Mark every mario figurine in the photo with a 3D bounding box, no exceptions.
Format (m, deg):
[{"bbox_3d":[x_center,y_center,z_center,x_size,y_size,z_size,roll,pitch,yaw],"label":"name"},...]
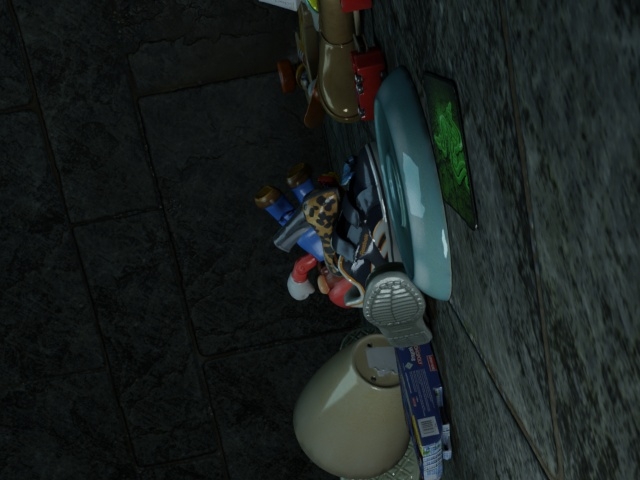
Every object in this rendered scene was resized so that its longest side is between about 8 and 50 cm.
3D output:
[{"bbox_3d":[0.000,0.000,2.138,0.320,0.198,0.170,56,-139,-16],"label":"mario figurine"}]

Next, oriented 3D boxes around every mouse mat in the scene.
[{"bbox_3d":[0.134,-0.099,1.094,0.189,0.007,0.152,-110,9,-77],"label":"mouse mat"}]

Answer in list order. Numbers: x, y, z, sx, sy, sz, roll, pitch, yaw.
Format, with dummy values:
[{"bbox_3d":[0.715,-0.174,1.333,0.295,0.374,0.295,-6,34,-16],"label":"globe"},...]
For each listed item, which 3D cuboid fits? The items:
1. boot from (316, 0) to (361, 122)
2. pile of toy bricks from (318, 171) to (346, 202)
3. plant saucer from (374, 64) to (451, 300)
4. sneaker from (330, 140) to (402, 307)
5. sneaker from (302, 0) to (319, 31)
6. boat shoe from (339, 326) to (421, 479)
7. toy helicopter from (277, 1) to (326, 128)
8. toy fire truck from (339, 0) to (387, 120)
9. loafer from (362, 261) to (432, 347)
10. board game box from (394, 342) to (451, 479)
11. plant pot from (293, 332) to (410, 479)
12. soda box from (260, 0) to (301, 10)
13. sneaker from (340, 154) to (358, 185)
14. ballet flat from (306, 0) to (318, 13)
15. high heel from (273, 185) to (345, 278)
[{"bbox_3d":[0.028,-0.352,1.720,0.269,0.089,0.236,85,176,-72],"label":"boot"},{"bbox_3d":[0.081,-0.090,1.984,0.212,0.118,0.105,53,-130,-55],"label":"pile of toy bricks"},{"bbox_3d":[0.116,-0.071,1.376,0.317,0.044,0.317,169,90,-89],"label":"plant saucer"},{"bbox_3d":[0.077,-0.014,1.831,0.126,0.127,0.321,-101,1,-65],"label":"sneaker"},{"bbox_3d":[-0.034,-0.540,2.134,0.262,0.121,0.099,80,179,-46],"label":"sneaker"},{"bbox_3d":[0.132,0.434,2.344,0.156,0.187,0.500,72,-171,-50],"label":"boat shoe"},{"bbox_3d":[-0.023,-0.428,2.441,0.355,0.140,0.235,85,173,-54],"label":"toy helicopter"},{"bbox_3d":[0.066,-0.286,1.575,0.192,0.047,0.135,79,180,-63],"label":"toy fire truck"},{"bbox_3d":[0.113,0.085,1.560,0.251,0.094,0.087,68,-166,-63],"label":"loafer"},{"bbox_3d":[0.172,0.289,1.694,0.194,0.060,0.194,78,179,-53],"label":"board game box"},{"bbox_3d":[0.093,0.309,2.101,0.274,0.256,0.256,108,156,-52],"label":"plant pot"},{"bbox_3d":[-0.035,-0.486,1.685,0.074,0.069,0.216,84,-156,-69],"label":"soda box"},{"bbox_3d":[0.070,-0.153,2.325,0.162,0.063,0.073,-114,16,-84],"label":"sneaker"},{"bbox_3d":[-0.001,-0.525,1.878,0.077,0.077,0.231,-27,62,42],"label":"ballet flat"},{"bbox_3d":[0.065,-0.014,1.947,0.186,0.261,0.093,-46,37,44],"label":"high heel"}]
